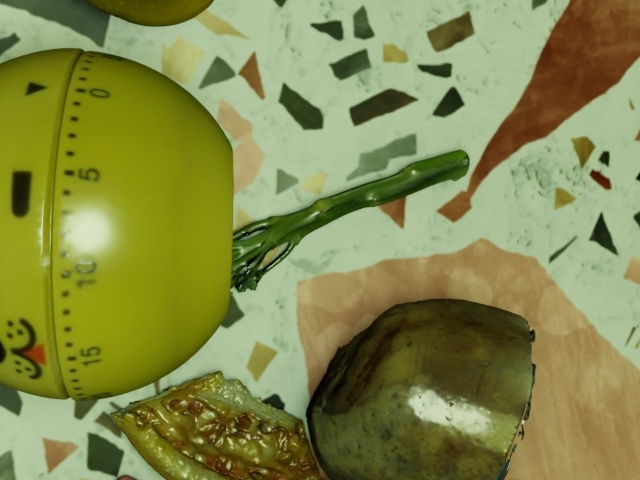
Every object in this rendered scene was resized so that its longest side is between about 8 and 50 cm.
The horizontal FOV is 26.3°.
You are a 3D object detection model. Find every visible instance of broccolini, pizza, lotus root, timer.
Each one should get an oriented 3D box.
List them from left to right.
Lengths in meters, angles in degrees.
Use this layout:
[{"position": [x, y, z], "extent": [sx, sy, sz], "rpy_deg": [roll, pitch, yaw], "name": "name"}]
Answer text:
[{"position": [-0.277, -0.012, 1.318], "extent": [0.387, 0.376, 0.376], "rpy_deg": [2, 94, -3], "name": "timer"}, {"position": [-0.100, 0.230, 1.525], "extent": [0.271, 0.056, 0.134], "rpy_deg": [35, 93, -16], "name": "pizza"}, {"position": [-0.002, -0.002, 1.539], "extent": [0.392, 0.074, 0.079], "rpy_deg": [-21, 58, -15], "name": "broccolini"}, {"position": [0.097, 0.172, 1.487], "extent": [0.192, 0.272, 0.272], "rpy_deg": [24, 87, -6], "name": "lotus root"}]

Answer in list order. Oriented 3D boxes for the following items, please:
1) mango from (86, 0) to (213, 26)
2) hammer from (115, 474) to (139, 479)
[{"position": [-0.213, -0.372, 1.403], "extent": [0.176, 0.175, 0.329], "rpy_deg": [-16, 77, -45], "name": "mango"}, {"position": [-0.194, 0.291, 1.510], "extent": [0.083, 0.043, 0.043], "rpy_deg": [33, 85, -17], "name": "hammer"}]
